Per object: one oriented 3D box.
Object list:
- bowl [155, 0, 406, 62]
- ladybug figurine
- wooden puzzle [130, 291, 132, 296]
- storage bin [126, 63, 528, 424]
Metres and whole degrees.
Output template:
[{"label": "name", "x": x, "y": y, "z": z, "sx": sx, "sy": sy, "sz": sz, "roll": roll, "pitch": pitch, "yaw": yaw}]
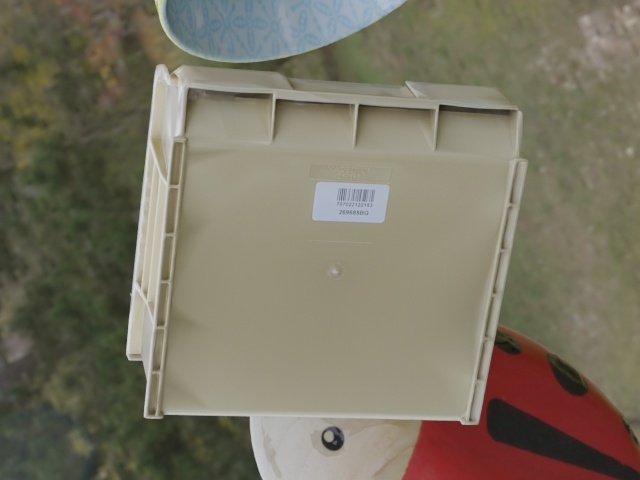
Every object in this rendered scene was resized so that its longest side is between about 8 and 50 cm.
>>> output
[{"label": "bowl", "x": -0.033, "y": -0.303, "z": 1.445, "sx": 0.289, "sy": 0.289, "sz": 0.156, "roll": 94, "pitch": 155, "yaw": -68}, {"label": "ladybug figurine", "x": 0.149, "y": 0.201, "z": 1.491, "sx": 0.162, "sy": 0.449, "sz": 0.305, "roll": -31, "pitch": 48, "yaw": 48}, {"label": "wooden puzzle", "x": -0.160, "y": 0.039, "z": 1.623, "sx": 0.006, "sy": 0.083, "sz": 0.049, "roll": 30, "pitch": 126, "yaw": 36}, {"label": "storage bin", "x": 0.000, "y": 0.000, "z": 1.199, "sx": 0.123, "sy": 0.262, "sz": 0.260, "roll": -114, "pitch": 30, "yaw": -65}]
